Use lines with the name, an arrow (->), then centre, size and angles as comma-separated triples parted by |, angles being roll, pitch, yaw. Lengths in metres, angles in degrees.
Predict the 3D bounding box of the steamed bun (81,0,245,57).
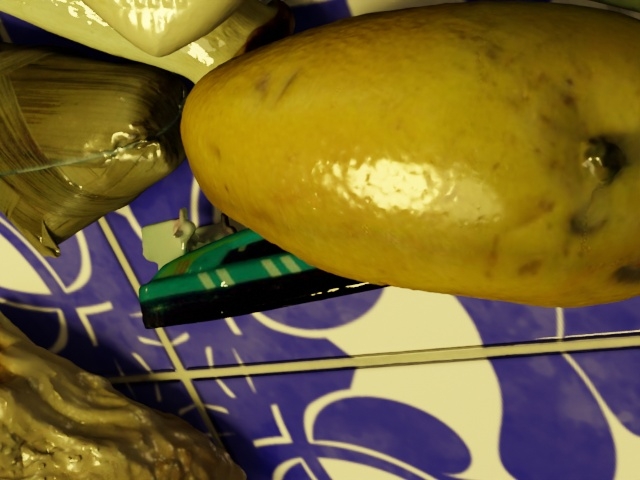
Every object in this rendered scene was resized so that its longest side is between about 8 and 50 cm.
steamed bun -> -0.071, -0.247, 1.096 | 0.170, 0.152, 0.239 | 41, 116, 8

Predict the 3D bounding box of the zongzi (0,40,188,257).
zongzi -> -0.217, -0.121, 1.288 | 0.242, 0.112, 0.221 | 51, 141, -11

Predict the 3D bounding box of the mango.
mango -> 0.074, -0.061, 1.066 | 0.365, 0.253, 0.182 | 11, 95, 32

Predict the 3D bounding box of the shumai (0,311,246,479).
shumai -> -0.237, 0.174, 1.519 | 0.314, 0.267, 0.262 | -16, 85, 8

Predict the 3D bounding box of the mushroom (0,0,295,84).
mushroom -> -0.166, -0.186, 1.222 | 0.312, 0.100, 0.081 | 24, 136, 11

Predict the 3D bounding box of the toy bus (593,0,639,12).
toy bus -> 0.233, -0.172, 1.001 | 0.175, 0.101, 0.088 | 18, 128, 19

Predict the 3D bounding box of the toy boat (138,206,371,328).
toy boat -> 0.000, 0.000, 1.272 | 0.298, 0.134, 0.092 | -13, 82, 32
